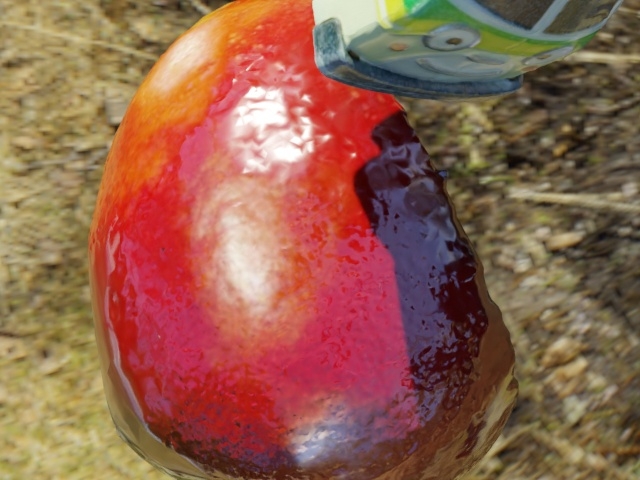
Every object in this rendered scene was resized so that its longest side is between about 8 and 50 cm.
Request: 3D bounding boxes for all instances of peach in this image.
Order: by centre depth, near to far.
[{"bbox_3d":[0.000,0.000,1.089,0.281,0.281,0.338,7,73,21],"label":"peach"}]

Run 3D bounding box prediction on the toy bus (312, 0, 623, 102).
[{"bbox_3d":[0.068,-0.215,0.799,0.165,0.134,0.276,-19,75,45],"label":"toy bus"}]
